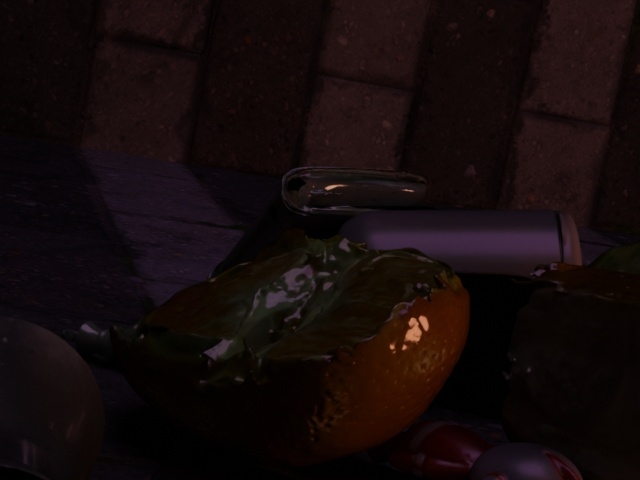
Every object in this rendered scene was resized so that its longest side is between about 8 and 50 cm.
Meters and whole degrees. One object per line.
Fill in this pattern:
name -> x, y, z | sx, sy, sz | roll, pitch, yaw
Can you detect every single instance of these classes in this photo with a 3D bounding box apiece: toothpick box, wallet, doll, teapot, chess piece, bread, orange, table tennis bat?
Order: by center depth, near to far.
teapot -> -0.212, 0.168, 0.957 | 0.203, 0.171, 0.225 | 40, 6, -22
table tennis bat -> -0.029, 0.228, 1.167 | 0.154, 0.021, 0.274 | 3, 10, -40
doll -> 0.155, 0.211, 1.317 | 0.142, 0.076, 0.245 | 0, 11, -44
orange -> -0.030, 0.104, 1.333 | 0.335, 0.196, 0.262 | 6, 10, 24
bread -> 0.326, 0.150, 1.405 | 0.250, 0.224, 0.279 | 16, 6, 34
chess piece -> -0.215, 0.112, 1.540 | 0.149, 0.059, 0.059 | 11, 8, 28
toothpick box -> 0.137, 0.059, 1.688 | 0.317, 0.229, 0.229 | 1, 9, 3
wallet -> 0.000, 0.000, 1.873 | 0.223, 0.077, 0.309 | -2, -22, -22

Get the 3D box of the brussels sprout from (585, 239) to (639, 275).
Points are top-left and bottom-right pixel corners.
brussels sprout -> 0.420, 0.104, 1.755 | 0.210, 0.219, 0.271 | -7, -8, 33
